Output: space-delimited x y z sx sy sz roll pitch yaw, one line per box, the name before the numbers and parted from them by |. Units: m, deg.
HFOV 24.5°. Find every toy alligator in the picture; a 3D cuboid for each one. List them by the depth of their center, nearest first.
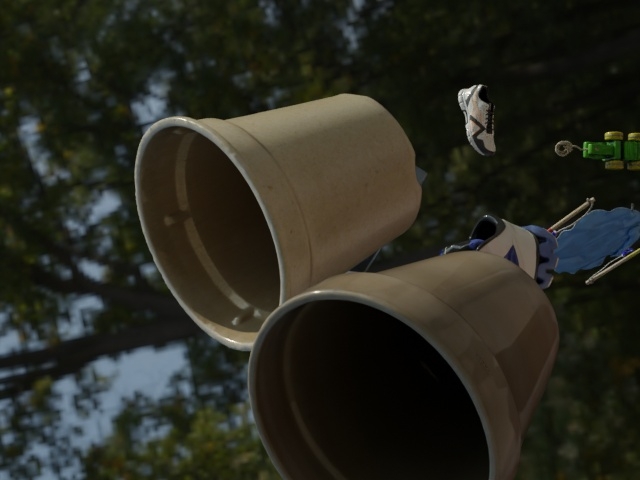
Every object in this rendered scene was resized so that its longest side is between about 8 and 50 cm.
toy alligator | 0.445 -0.138 2.292 0.051 0.189 0.056 165 106 -77

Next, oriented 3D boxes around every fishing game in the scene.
fishing game | 0.489 -0.007 2.637 0.264 0.189 0.041 25 -146 -49

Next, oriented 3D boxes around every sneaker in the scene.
sneaker | 0.230 -0.172 2.104 0.040 0.043 0.109 -3 -107 -50
sneaker | 0.251 0.092 2.226 0.182 0.127 0.315 27 -122 -33

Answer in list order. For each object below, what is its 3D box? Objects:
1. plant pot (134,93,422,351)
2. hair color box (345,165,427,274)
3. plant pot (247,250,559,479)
plant pot | -0.039 -0.059 2.051 0.305 0.334 0.334 -26 -75 -33
hair color box | 0.000 0.000 2.438 0.185 0.374 0.113 33 -148 3
plant pot | 0.126 0.147 1.675 0.280 0.323 0.323 -34 -69 -46
